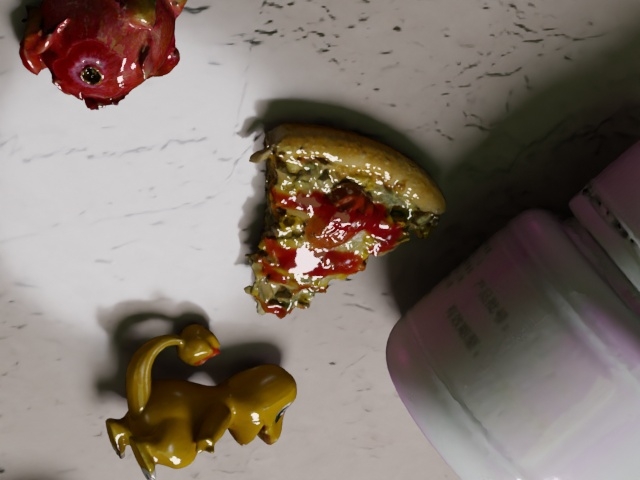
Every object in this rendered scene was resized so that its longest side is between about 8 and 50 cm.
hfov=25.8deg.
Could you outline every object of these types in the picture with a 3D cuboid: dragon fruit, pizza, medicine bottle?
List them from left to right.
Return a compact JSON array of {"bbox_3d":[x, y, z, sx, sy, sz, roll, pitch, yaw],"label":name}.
[{"bbox_3d":[-0.154,-0.143,1.015,0.126,0.068,0.112,-2,128,-20],"label":"dragon fruit"},{"bbox_3d":[0.000,0.000,1.187,0.188,0.062,0.199,17,119,-28],"label":"pizza"},{"bbox_3d":[0.247,0.078,1.213,0.325,0.256,0.256,-42,129,10],"label":"medicine bottle"}]

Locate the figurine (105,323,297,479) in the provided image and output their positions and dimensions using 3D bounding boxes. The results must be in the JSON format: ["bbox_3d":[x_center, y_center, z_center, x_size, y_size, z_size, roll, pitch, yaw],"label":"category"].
[{"bbox_3d":[-0.101,0.133,1.241,0.176,0.121,0.122,-7,101,-33],"label":"figurine"}]
